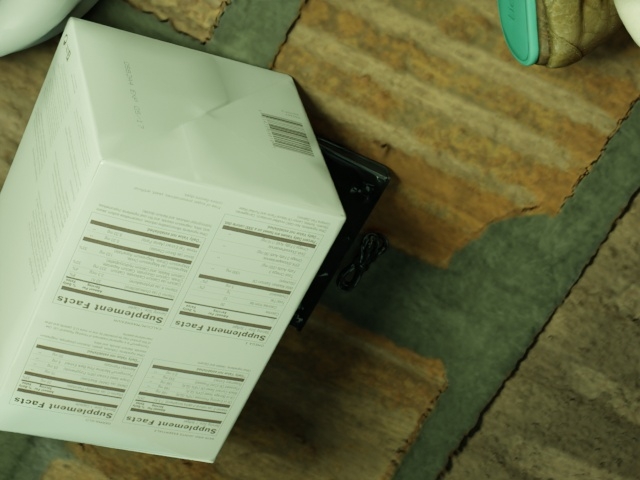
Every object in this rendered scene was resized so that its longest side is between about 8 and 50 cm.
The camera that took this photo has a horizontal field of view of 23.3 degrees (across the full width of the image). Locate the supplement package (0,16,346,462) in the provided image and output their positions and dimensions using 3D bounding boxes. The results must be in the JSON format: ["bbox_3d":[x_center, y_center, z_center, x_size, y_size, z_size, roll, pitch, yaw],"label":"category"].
[{"bbox_3d":[-0.139,0.004,1.228,0.198,0.199,0.263,13,124,-25],"label":"supplement package"}]

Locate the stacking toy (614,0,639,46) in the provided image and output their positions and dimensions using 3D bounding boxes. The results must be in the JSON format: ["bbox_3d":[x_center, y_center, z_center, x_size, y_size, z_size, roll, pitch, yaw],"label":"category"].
[{"bbox_3d":[0.432,-0.105,1.147,0.350,0.351,0.480,-19,138,14],"label":"stacking toy"}]

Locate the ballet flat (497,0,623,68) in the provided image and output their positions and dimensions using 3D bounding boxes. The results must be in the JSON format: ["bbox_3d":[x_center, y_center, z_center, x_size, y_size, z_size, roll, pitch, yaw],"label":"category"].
[{"bbox_3d":[0.174,-0.286,1.118,0.124,0.116,0.342,-21,122,-8],"label":"ballet flat"}]

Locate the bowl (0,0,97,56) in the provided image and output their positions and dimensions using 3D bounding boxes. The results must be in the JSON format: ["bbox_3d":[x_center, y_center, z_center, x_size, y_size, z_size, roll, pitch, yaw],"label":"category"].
[{"bbox_3d":[-0.288,-0.243,1.141,0.298,0.134,0.298,1,123,1],"label":"bowl"}]

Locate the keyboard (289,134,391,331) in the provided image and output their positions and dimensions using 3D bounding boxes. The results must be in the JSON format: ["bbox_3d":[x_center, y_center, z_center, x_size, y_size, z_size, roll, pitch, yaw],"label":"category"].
[{"bbox_3d":[0.000,0.000,1.348,0.108,0.023,0.180,26,121,-6],"label":"keyboard"}]
